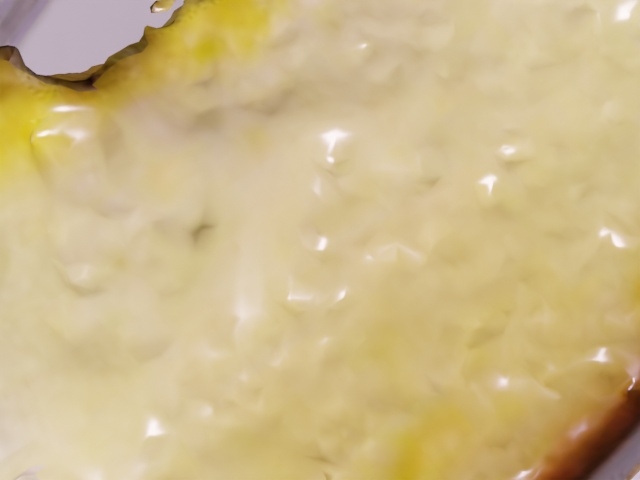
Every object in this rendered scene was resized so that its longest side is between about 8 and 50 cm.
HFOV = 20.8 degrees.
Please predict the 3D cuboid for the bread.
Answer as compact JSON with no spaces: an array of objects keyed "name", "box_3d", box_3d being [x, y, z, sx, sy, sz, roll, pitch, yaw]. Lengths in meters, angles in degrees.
[{"name":"bread","box_3d":[-0.006,0.005,0.432,0.251,0.133,0.174,-41,88,-18]}]
